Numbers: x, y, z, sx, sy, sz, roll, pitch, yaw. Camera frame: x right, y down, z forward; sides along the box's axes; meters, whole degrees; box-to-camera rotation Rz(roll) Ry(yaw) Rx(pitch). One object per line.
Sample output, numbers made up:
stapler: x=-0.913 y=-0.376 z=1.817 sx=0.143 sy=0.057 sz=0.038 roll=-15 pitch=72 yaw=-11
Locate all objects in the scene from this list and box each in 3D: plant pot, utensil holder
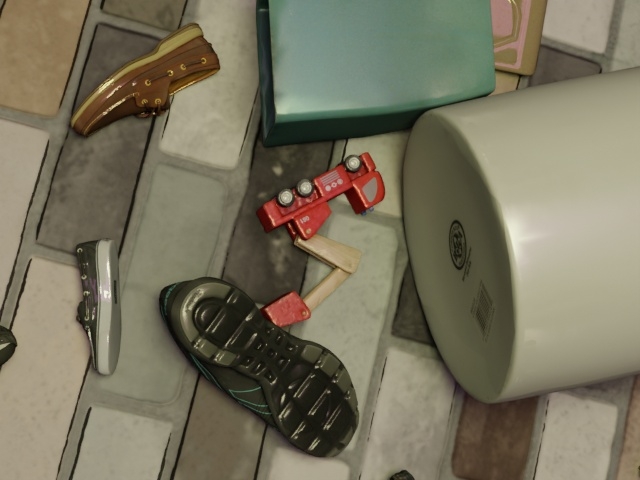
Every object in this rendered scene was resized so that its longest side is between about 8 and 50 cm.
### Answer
plant pot: x=0.056 y=-0.197 z=1.142 sx=0.234 sy=0.165 sz=0.165 roll=-3 pitch=86 yaw=-8
utensil holder: x=0.314 y=-0.021 z=1.122 sx=0.386 sy=0.327 sz=0.327 roll=-11 pitch=85 yaw=-12

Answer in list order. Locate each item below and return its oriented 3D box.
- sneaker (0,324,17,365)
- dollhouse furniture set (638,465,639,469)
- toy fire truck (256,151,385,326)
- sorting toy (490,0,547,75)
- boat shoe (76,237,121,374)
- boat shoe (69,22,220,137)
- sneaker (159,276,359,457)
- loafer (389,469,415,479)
sneaker: x=-0.411 y=0.173 z=1.044 sx=0.271 sy=0.100 sz=0.108 roll=-37 pitch=125 yaw=-22
dollhouse furniture set: x=0.478 y=0.287 z=1.199 sx=0.182 sy=0.161 sz=0.101 roll=43 pitch=75 yaw=-4
toy fire truck: x=0.000 y=0.000 z=1.180 sx=0.192 sy=0.047 sz=0.135 roll=-28 pitch=90 yaw=-16
sorting toy: x=0.151 y=-0.267 z=1.262 sx=0.229 sy=0.041 sz=0.307 roll=11 pitch=87 yaw=-9
boat shoe: x=-0.231 y=0.069 z=1.119 sx=0.040 sy=0.049 sz=0.142 roll=-3 pitch=81 yaw=5
boat shoe: x=-0.183 y=-0.161 z=1.149 sx=0.178 sy=0.064 sz=0.060 roll=-38 pitch=91 yaw=-18
sneaker: x=-0.062 y=0.126 z=1.128 sx=0.267 sy=0.106 sz=0.101 roll=47 pitch=69 yaw=-25
loafer: x=0.089 y=0.332 z=1.151 sx=0.061 sy=0.062 sz=0.170 roll=-8 pitch=84 yaw=-11
